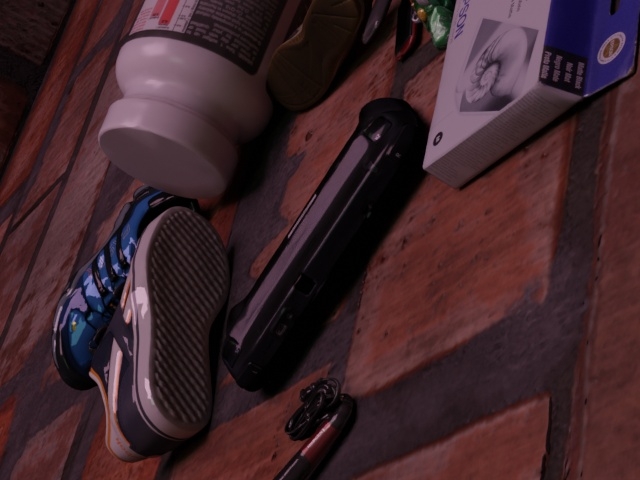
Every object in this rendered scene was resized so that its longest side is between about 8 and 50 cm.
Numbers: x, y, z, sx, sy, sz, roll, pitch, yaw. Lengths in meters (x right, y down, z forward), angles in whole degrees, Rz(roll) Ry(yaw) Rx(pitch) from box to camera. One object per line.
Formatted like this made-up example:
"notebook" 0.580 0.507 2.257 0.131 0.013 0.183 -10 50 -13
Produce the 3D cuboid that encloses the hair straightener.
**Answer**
"hair straightener" 0.071 -0.299 1.509 0.047 0.089 0.230 -50 23 50

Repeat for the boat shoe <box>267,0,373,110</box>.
"boat shoe" 0.007 -0.232 1.606 0.073 0.080 0.223 -40 -7 -35

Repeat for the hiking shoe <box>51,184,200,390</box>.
"hiking shoe" -0.256 0.052 1.788 0.132 0.113 0.304 -9 55 65

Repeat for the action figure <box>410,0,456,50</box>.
"action figure" 0.099 -0.259 1.379 0.063 0.137 0.232 -37 37 14

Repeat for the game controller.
"game controller" 0.000 0.000 1.366 0.319 0.067 0.166 -56 7 13

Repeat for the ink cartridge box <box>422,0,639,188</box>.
"ink cartridge box" 0.183 -0.181 1.171 0.224 0.045 0.223 -35 33 48

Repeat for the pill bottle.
"pill bottle" -0.136 -0.251 1.750 0.210 0.210 0.362 -21 43 59

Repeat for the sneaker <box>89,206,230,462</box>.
"sneaker" -0.189 0.104 1.554 0.127 0.126 0.321 -38 32 34

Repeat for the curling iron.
"curling iron" -0.053 0.236 1.206 0.274 0.035 0.068 -58 17 8
